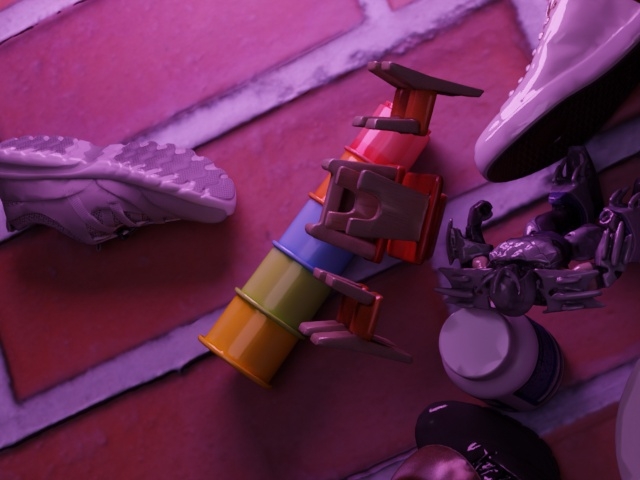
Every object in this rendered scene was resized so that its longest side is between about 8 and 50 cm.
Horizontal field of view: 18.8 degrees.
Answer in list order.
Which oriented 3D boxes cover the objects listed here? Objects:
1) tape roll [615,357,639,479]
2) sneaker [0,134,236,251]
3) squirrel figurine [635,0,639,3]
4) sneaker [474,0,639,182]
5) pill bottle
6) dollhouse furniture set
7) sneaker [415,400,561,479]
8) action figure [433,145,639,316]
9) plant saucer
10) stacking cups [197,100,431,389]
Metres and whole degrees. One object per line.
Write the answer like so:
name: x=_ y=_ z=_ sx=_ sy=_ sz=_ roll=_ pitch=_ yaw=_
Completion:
tape roll: x=0.402 y=0.186 z=1.752 sx=0.246 sy=0.169 sz=0.246 roll=-5 pitch=76 yaw=19
sneaker: x=-0.220 y=-0.044 z=2.095 sx=0.281 sy=0.105 sz=0.115 roll=9 pitch=111 yaw=20
squirrel figurine: x=0.346 y=-0.365 z=1.804 sx=0.397 sy=0.281 sz=0.370 roll=-3 pitch=42 yaw=-7
sneaker: x=0.248 y=-0.181 z=1.938 sx=0.290 sy=0.106 sz=0.123 roll=-42 pitch=61 yaw=-3
pill bottle: x=0.170 y=0.109 z=1.856 sx=0.094 sy=0.169 sz=0.094 roll=-4 pitch=77 yaw=19
dollhouse furniture set: x=0.076 y=-0.025 z=1.828 sx=0.135 sy=0.259 sz=0.262 roll=14 pitch=92 yaw=-10
sneaker: x=0.192 y=0.255 z=1.838 sx=0.286 sy=0.130 sz=0.109 roll=44 pitch=97 yaw=24
action figure: x=0.217 y=0.001 z=1.806 sx=0.185 sy=0.285 sz=0.099 roll=13 pitch=114 yaw=27
plant saucer: x=0.102 y=0.295 z=1.848 sx=0.198 sy=0.036 sz=0.198 roll=1 pitch=91 yaw=59
stacking cups: x=0.000 y=0.000 z=1.998 sx=0.096 sy=0.096 sz=0.316 roll=33 pitch=86 yaw=24
